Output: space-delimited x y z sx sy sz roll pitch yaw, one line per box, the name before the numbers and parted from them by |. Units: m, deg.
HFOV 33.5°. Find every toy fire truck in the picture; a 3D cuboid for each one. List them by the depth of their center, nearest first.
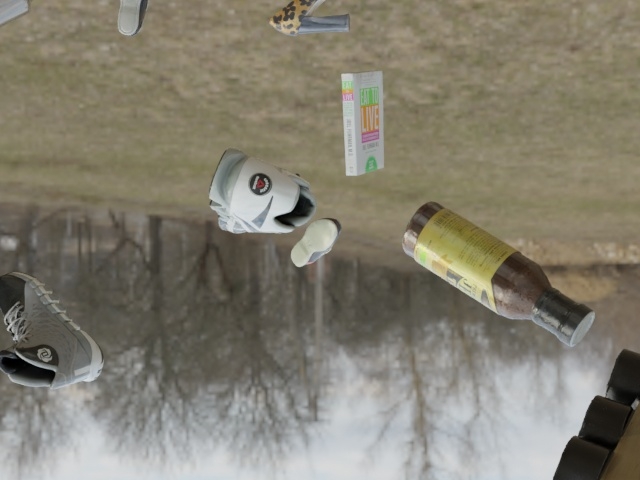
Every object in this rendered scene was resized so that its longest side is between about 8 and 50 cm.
toy fire truck | 0.261 0.244 0.815 0.159 0.246 0.217 18 -151 23

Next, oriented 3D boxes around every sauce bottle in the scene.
sauce bottle | 0.295 0.058 1.786 0.344 0.111 0.111 34 -163 30

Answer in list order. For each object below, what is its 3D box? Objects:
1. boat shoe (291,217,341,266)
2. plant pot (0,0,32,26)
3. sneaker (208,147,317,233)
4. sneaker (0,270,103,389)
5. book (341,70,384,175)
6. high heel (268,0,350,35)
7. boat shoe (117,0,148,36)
boat shoe | 0.000 0.000 1.688 0.043 0.049 0.137 -18 164 -35
plant pot | -0.335 -0.441 1.234 0.280 0.323 0.323 -25 -178 -11
sneaker | -0.079 -0.056 1.653 0.146 0.122 0.330 19 179 2
sneaker | -0.432 0.133 1.545 0.229 0.086 0.132 37 -149 22
book | 0.059 -0.171 1.541 0.035 0.144 0.096 2 -168 25
high heel | -0.027 -0.596 2.423 0.186 0.261 0.093 -1 172 6
boat shoe | -0.305 -0.400 1.761 0.046 0.125 0.038 9 -175 6
